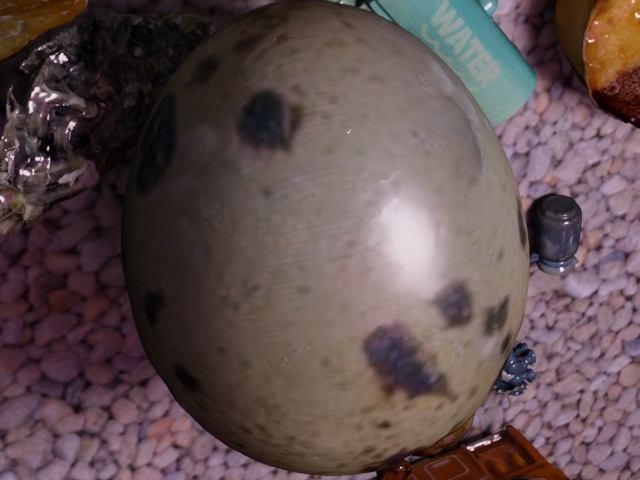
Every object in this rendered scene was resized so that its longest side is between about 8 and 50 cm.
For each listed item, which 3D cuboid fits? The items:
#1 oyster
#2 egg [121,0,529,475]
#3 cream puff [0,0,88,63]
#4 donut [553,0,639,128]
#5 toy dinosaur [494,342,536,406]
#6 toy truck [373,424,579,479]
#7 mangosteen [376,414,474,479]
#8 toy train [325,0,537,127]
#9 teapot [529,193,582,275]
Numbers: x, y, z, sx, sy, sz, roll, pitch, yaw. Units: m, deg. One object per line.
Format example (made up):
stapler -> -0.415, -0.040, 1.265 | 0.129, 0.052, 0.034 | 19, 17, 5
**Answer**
oyster -> -0.195, -0.101, 1.580 | 0.252, 0.087, 0.199 | -5, 108, -60
egg -> 0.000, 0.000, 1.587 | 0.345, 0.345, 0.428 | -27, 129, -13
cream puff -> -0.303, -0.233, 1.433 | 0.282, 0.185, 0.282 | -25, 172, -4
donut -> 0.305, -0.198, 1.861 | 0.151, 0.112, 0.295 | -36, 132, -1
toy dinosaur -> 0.213, 0.145, 2.101 | 0.047, 0.030, 0.083 | -19, 129, -21
toy truck -> 0.088, 0.353, 2.057 | 0.388, 0.207, 0.173 | -20, 120, -11
mangosteen -> 0.066, 0.133, 1.852 | 0.211, 0.250, 0.211 | 3, 150, 2
toy train -> 0.098, -0.177, 1.744 | 0.159, 0.101, 0.248 | -37, 133, 8
teapot -> 0.245, -0.003, 2.001 | 0.064, 0.049, 0.083 | -17, 129, -21
